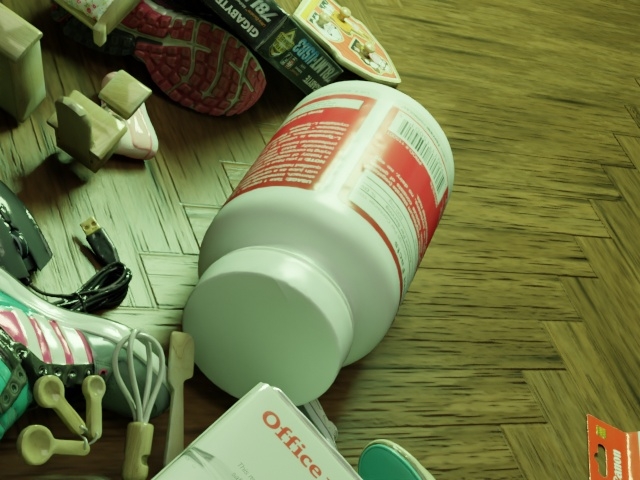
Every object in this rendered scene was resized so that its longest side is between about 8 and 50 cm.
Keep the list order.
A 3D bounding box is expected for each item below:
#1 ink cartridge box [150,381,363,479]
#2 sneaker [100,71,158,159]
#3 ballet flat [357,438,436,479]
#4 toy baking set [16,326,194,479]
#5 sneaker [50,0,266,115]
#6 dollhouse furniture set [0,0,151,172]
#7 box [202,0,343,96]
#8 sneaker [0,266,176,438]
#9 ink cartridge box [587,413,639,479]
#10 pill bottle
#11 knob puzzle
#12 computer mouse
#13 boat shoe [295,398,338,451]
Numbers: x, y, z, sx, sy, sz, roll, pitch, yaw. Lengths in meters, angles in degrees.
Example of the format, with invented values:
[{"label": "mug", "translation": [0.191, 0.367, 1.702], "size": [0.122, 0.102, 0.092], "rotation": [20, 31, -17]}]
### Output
[{"label": "ink cartridge box", "translation": [-0.085, 0.293, 1.206], "size": [0.207, 0.117, 0.283], "rotation": [47, 46, 3]}, {"label": "sneaker", "translation": [-0.255, -0.157, 1.681], "size": [0.070, 0.051, 0.134], "rotation": [0, 52, -44]}, {"label": "ballet flat", "translation": [0.123, 0.319, 1.434], "size": [0.086, 0.086, 0.248], "rotation": [-7, 54, -41]}, {"label": "toy baking set", "translation": [-0.180, 0.193, 1.280], "size": [0.256, 0.030, 0.196], "rotation": [-29, 107, -47]}, {"label": "sneaker", "translation": [-0.202, -0.276, 1.799], "size": [0.299, 0.121, 0.112], "rotation": [31, 25, -10]}, {"label": "dollhouse furniture set", "translation": [-0.269, -0.317, 1.606], "size": [0.303, 0.174, 0.355], "rotation": [36, 70, 5]}, {"label": "box", "translation": [-0.121, -0.336, 1.852], "size": [0.293, 0.073, 0.295], "rotation": [47, 7, 14]}, {"label": "sneaker", "translation": [-0.276, 0.138, 1.284], "size": [0.295, 0.124, 0.178], "rotation": [29, 43, -20]}, {"label": "ink cartridge box", "translation": [0.420, 0.291, 1.706], "size": [0.179, 0.045, 0.145], "rotation": [28, 37, -13]}, {"label": "pill bottle", "translation": [0.000, 0.000, 1.554], "size": [0.229, 0.229, 0.407], "rotation": [33, 37, -2]}, {"label": "knob puzzle", "translation": [0.052, -0.306, 2.063], "size": [0.213, 0.030, 0.213], "rotation": [34, 26, -20]}, {"label": "computer mouse", "translation": [-0.316, -0.018, 1.475], "size": [0.262, 0.060, 0.184], "rotation": [47, 39, 16]}, {"label": "boat shoe", "translation": [0.003, 0.208, 1.489], "size": [0.035, 0.035, 0.100], "rotation": [-2, 43, -35]}]
